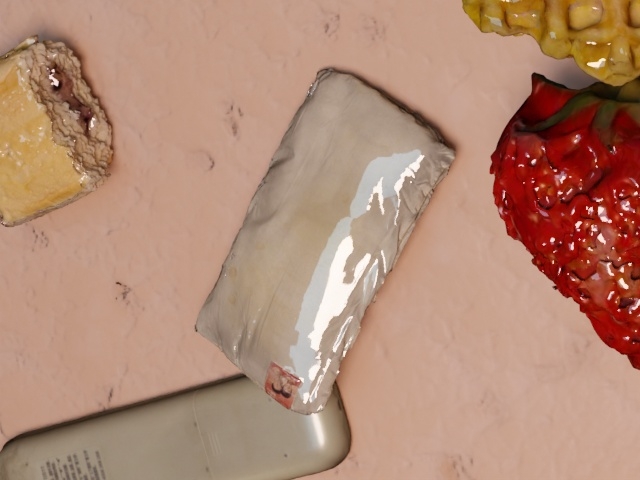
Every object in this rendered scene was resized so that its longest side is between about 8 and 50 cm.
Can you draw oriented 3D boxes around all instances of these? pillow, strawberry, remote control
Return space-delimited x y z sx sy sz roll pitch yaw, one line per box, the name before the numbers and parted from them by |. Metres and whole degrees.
pillow | 0.000 0.000 1.237 0.128 0.051 0.229 31 100 29
strawberry | 0.206 -0.018 1.085 0.184 0.186 0.201 3 109 65
remote control | -0.121 0.163 1.326 0.309 0.038 0.090 -18 87 25

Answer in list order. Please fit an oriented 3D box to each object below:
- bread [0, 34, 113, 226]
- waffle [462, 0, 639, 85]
bread | -0.217 -0.085 1.322 0.106 0.082 0.125 -22 96 36
waffle | 0.177 -0.215 1.073 0.254 0.052 0.245 -42 66 -14
